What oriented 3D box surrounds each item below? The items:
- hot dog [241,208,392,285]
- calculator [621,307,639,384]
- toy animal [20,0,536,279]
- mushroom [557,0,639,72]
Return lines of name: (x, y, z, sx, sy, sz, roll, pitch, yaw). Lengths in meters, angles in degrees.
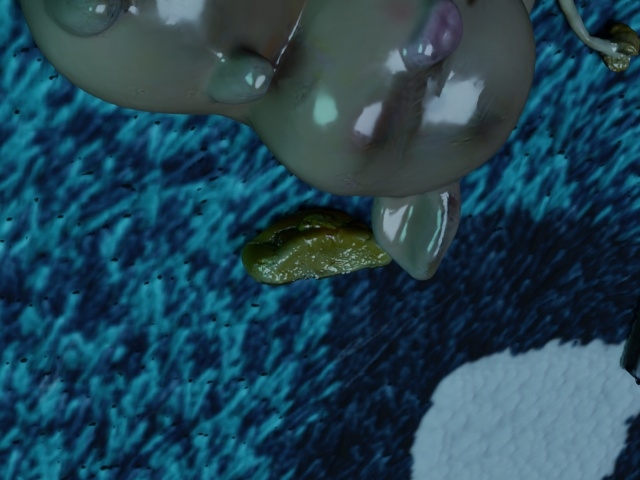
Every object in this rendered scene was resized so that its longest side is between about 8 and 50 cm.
hot dog: (0.000, 0.000, 0.997, 0.090, 0.030, 0.034, -9, 121, -29)
calculator: (0.285, -0.024, 1.183, 0.161, 0.021, 0.262, -12, 130, -27)
toy animal: (-0.016, -0.100, 0.815, 0.250, 0.154, 0.166, 24, 99, -26)
mushroom: (0.112, -0.177, 0.937, 0.028, 0.026, 0.286, -50, 137, -12)
